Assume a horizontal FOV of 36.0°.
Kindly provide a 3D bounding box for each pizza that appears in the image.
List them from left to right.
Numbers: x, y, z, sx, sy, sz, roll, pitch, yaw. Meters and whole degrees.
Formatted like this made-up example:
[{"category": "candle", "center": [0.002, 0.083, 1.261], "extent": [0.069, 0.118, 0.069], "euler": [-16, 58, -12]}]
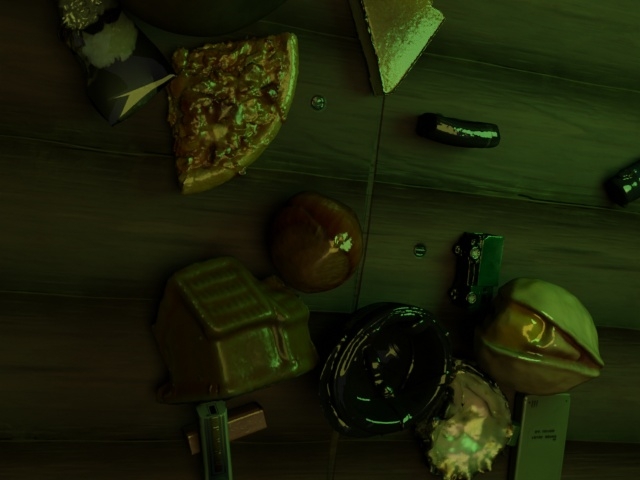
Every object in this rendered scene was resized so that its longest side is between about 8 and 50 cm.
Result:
[{"category": "pizza", "center": [-0.166, -0.236, 1.663], "extent": [0.226, 0.086, 0.335], "euler": [39, 84, -24]}]

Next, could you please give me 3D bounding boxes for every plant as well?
[{"category": "plant", "center": [0.370, 0.414, 2.008], "extent": [0.051, 0.051, 0.102], "euler": [20, 101, -24]}]

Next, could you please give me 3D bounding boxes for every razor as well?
[{"category": "razor", "center": [0.256, -0.203, 1.843], "extent": [0.148, 0.090, 0.054], "euler": [6, 94, -21]}]

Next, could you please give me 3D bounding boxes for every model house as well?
[{"category": "model house", "center": [-0.153, 0.142, 1.694], "extent": [0.268, 0.173, 0.239], "euler": [-16, 96, -33]}]

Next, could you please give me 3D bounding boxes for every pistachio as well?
[{"category": "pistachio", "center": [0.423, 0.192, 1.897], "extent": [0.309, 0.230, 0.229], "euler": [28, 86, -51]}]

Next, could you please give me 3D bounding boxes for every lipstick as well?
[{"category": "lipstick", "center": [-0.172, 0.335, 1.767], "extent": [0.145, 0.045, 0.045], "euler": [-16, 106, -20]}]

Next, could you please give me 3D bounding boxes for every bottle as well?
[{"category": "bottle", "center": [0.704, -0.151, 2.048], "extent": [0.244, 0.072, 0.082], "euler": [-28, 129, -16]}]

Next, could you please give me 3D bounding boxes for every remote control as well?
[{"category": "remote control", "center": [0.450, 0.450, 2.056], "extent": [0.123, 0.038, 0.285], "euler": [0, 100, -22]}]

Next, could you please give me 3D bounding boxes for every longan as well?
[{"category": "longan", "center": [-0.170, -0.448, 1.513], "extent": [0.350, 0.288, 0.288], "euler": [-41, 113, -38]}]

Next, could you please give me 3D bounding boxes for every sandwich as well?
[{"category": "sandwich", "center": [0.150, -0.373, 1.788], "extent": [0.162, 0.058, 0.193], "euler": [-19, 103, -20]}]

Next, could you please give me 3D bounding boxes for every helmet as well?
[{"category": "helmet", "center": [0.095, 0.225, 1.799], "extent": [0.279, 0.160, 0.230], "euler": [-26, 112, -18]}]

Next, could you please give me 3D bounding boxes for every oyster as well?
[{"category": "oyster", "center": [0.275, 0.349, 1.939], "extent": [0.198, 0.092, 0.259], "euler": [-23, 114, -15]}]

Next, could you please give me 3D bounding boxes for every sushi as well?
[{"category": "sushi", "center": [-0.356, -0.320, 1.569], "extent": [0.134, 0.109, 0.273], "euler": [-35, 95, -10]}]

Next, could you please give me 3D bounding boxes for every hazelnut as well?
[{"category": "hazelnut", "center": [0.000, 0.000, 1.722], "extent": [0.182, 0.182, 0.182], "euler": [-4, 99, -22]}]

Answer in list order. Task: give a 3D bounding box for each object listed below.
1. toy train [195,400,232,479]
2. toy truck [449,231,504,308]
[{"category": "toy train", "center": [-0.180, 0.391, 1.730], "extent": [0.055, 0.048, 0.251], "euler": [-13, 123, -18]}, {"category": "toy truck", "center": [0.300, 0.059, 1.915], "extent": [0.079, 0.065, 0.147], "euler": [5, 95, -27]}]
